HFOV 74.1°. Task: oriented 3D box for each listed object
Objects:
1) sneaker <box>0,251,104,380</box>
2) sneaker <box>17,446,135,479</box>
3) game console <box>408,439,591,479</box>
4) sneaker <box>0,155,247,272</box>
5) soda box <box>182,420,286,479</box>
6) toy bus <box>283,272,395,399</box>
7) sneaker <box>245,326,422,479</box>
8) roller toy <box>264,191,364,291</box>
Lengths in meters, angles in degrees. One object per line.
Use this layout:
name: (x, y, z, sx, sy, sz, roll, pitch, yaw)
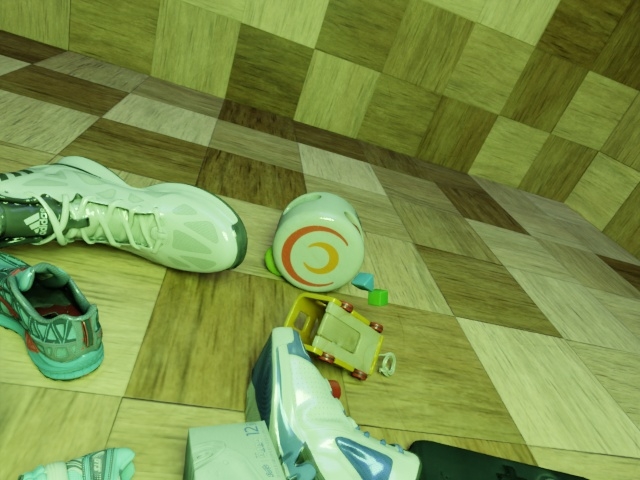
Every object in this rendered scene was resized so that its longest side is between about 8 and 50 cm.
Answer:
sneaker: (-0.392, 0.070, 0.594, 0.261, 0.125, 0.104, 31, 29, 17)
sneaker: (-0.164, 0.297, 0.367, 0.122, 0.110, 0.283, -10, 41, -45)
game console: (0.280, 0.436, 0.485, 0.341, 0.060, 0.386, 19, 27, -5)
sneaker: (-0.365, -0.014, 0.710, 0.447, 0.169, 0.257, 17, 22, 12)
soda box: (-0.064, 0.295, 0.374, 0.091, 0.098, 0.286, 4, 16, -23)
toy bus: (0.028, 0.166, 0.730, 0.104, 0.202, 0.191, 5, 19, 43)
sneaker: (0.017, 0.273, 0.543, 0.182, 0.127, 0.316, 10, 37, -28)
roller toy: (0.000, 0.000, 0.917, 0.209, 0.191, 0.146, 18, 27, -7)
